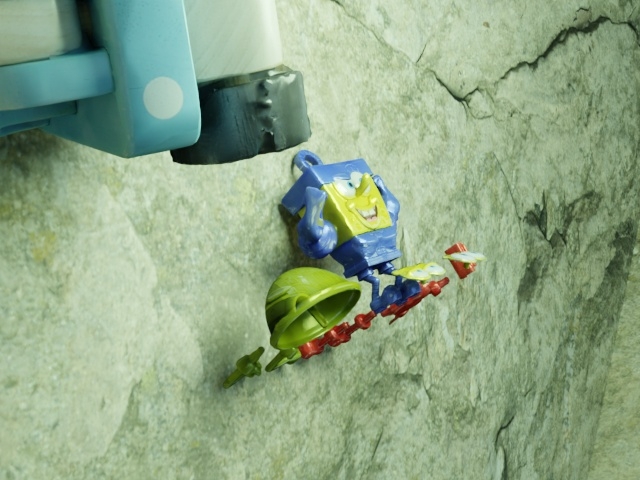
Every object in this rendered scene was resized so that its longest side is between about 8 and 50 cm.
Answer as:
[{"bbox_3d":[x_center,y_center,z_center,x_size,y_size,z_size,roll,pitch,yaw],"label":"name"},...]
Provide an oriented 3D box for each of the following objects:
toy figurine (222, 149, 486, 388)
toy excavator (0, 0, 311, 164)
[{"bbox_3d":[0.000,0.000,1.158,0.362,0.191,0.217,-14,71,-49],"label":"toy figurine"},{"bbox_3d":[-0.216,-0.127,0.632,0.445,0.433,0.222,-17,109,-26],"label":"toy excavator"}]
